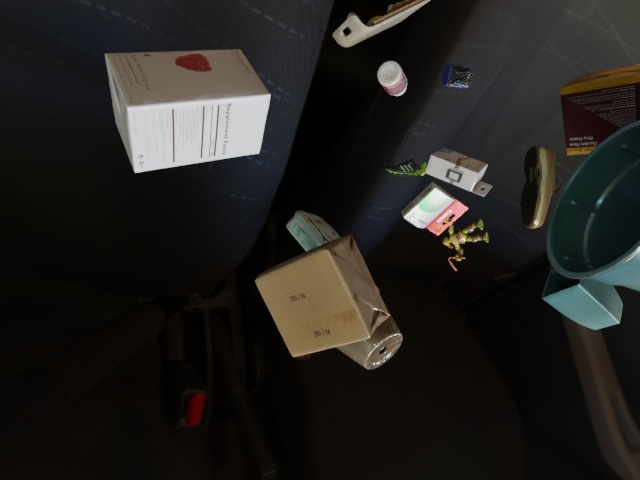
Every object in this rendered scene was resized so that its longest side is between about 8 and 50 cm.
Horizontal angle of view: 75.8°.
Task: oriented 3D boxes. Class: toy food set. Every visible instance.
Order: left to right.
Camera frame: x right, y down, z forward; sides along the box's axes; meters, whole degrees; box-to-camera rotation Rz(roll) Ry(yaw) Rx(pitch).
[{"bbox_3d":[0.204,-0.750,1.345,0.305,0.219,0.093,-30,107,-8],"label":"toy food set"}]

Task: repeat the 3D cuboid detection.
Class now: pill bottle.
[{"bbox_3d":[0.262,-0.572,1.469,0.152,0.086,0.086,0,67,-67],"label":"pill bottle"}]

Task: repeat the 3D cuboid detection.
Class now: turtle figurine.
[{"bbox_3d":[0.663,-0.005,1.919,0.087,0.217,0.270,-23,93,-55],"label":"turtle figurine"}]

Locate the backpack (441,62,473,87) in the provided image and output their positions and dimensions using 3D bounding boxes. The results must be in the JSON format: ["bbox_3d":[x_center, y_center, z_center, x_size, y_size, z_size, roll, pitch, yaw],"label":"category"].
[{"bbox_3d":[0.607,-0.732,1.825,0.120,0.098,0.101,1,30,-12],"label":"backpack"}]

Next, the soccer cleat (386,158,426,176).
[{"bbox_3d":[0.379,-0.325,1.816,0.060,0.178,0.073,-23,119,-67],"label":"soccer cleat"}]

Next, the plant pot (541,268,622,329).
[{"bbox_3d":[1.013,0.217,1.570,0.234,0.166,0.165,42,55,-1],"label":"plant pot"}]

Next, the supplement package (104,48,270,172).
[{"bbox_3d":[-0.287,-0.292,0.908,0.292,0.175,0.178,-17,61,-29],"label":"supplement package"}]

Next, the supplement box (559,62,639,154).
[{"bbox_3d":[0.780,-0.349,1.107,0.129,0.191,0.194,-32,114,-29],"label":"supplement box"}]

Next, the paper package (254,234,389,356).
[{"bbox_3d":[0.001,0.183,1.310,0.168,0.324,0.310,-28,92,-57],"label":"paper package"}]

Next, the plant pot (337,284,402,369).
[{"bbox_3d":[0.163,0.344,1.641,0.322,0.324,0.280,-2,35,-40],"label":"plant pot"}]

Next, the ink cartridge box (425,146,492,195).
[{"bbox_3d":[0.409,-0.201,1.186,0.180,0.060,0.104,28,37,23],"label":"ink cartridge box"}]

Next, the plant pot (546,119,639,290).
[{"bbox_3d":[0.719,-0.021,0.827,0.333,0.341,0.341,22,53,-1],"label":"plant pot"}]

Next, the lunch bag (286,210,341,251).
[{"bbox_3d":[0.000,0.000,1.681,0.279,0.108,0.224,47,16,26],"label":"lunch bag"}]

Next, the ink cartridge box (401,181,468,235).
[{"bbox_3d":[0.472,-0.112,1.678,0.224,0.181,0.056,30,31,-23],"label":"ink cartridge box"}]

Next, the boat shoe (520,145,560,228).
[{"bbox_3d":[0.499,-0.117,0.917,0.072,0.068,0.190,10,84,-8],"label":"boat shoe"}]
